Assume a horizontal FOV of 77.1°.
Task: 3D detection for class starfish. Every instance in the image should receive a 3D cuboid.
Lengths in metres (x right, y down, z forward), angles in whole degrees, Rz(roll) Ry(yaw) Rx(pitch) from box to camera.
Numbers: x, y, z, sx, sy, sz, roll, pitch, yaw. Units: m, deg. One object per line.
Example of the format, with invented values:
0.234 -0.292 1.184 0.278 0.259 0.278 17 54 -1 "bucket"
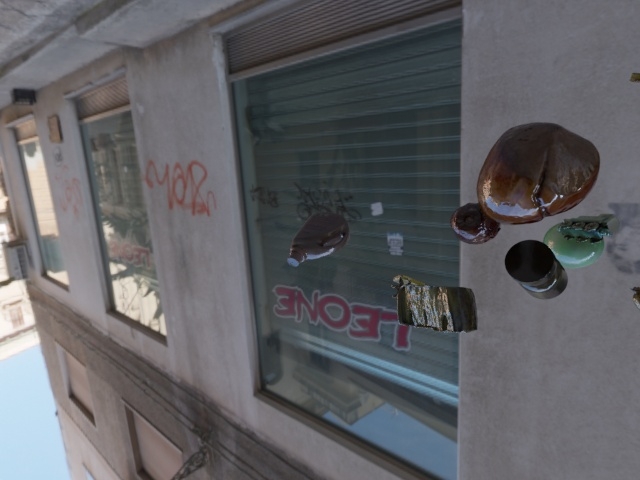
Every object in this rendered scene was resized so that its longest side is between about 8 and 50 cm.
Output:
0.272 0.165 1.347 0.091 0.078 0.028 -41 172 -22 "starfish"

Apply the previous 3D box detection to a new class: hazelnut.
0.686 -0.202 1.300 0.373 0.372 0.315 -5 -123 -3 "hazelnut"

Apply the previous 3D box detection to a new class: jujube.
0.611 -0.071 1.589 0.183 0.183 0.243 5 176 34 "jujube"

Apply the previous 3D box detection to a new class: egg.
1.142 0.019 1.818 0.221 0.220 0.269 -4 -175 -4 "egg"

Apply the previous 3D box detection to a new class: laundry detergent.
0.000 0.000 1.322 0.171 0.076 0.237 9 -138 25 "laundry detergent"

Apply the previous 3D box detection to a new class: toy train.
1.009 -0.050 1.524 0.125 0.080 0.194 -30 -165 -14 "toy train"

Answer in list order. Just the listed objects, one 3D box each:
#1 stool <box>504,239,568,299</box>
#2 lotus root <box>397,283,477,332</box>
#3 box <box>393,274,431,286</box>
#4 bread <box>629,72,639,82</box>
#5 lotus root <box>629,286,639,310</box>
0.887 0.125 1.645 0.179 0.179 0.264 9 166 45 "stool"
0.307 0.177 1.043 0.138 0.118 0.235 8 171 -28 "lotus root"
0.389 0.182 1.701 0.149 0.020 0.073 22 160 -10 "box"
1.269 -0.631 1.564 0.094 0.035 0.090 13 -153 19 "bread"
1.185 0.229 1.454 0.073 0.150 0.062 -30 170 -3 "lotus root"
